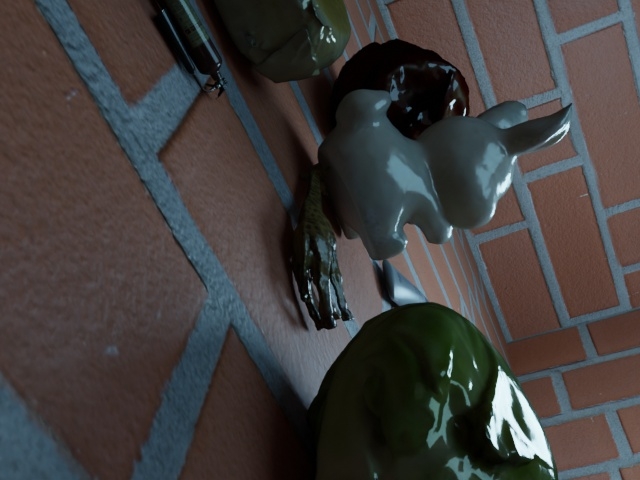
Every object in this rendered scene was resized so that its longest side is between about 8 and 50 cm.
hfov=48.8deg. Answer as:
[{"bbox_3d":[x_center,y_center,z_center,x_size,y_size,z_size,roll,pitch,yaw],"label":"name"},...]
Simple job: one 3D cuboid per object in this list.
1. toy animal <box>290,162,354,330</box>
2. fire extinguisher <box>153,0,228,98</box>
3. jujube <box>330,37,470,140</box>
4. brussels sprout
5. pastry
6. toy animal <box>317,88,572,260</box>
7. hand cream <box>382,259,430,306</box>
[{"bbox_3d":[-0.003,-0.004,0.919,0.149,0.054,0.276,49,26,-58],"label":"toy animal"},{"bbox_3d":[-0.143,-0.220,0.727,0.173,0.035,0.049,60,16,-27],"label":"fire extinguisher"},{"bbox_3d":[0.147,-0.265,1.342,0.377,0.258,0.259,-83,151,-66],"label":"jujube"},{"bbox_3d":[0.113,0.225,0.732,0.328,0.247,0.328,41,31,-31],"label":"brussels sprout"},{"bbox_3d":[-0.060,-0.338,0.944,0.265,0.133,0.265,-19,90,-73],"label":"pastry"},{"bbox_3d":[0.184,-0.129,1.070,0.196,0.367,0.241,-127,-154,-65],"label":"toy animal"},{"bbox_3d":[0.173,0.111,1.383,0.255,0.048,0.080,40,30,-57],"label":"hand cream"}]
